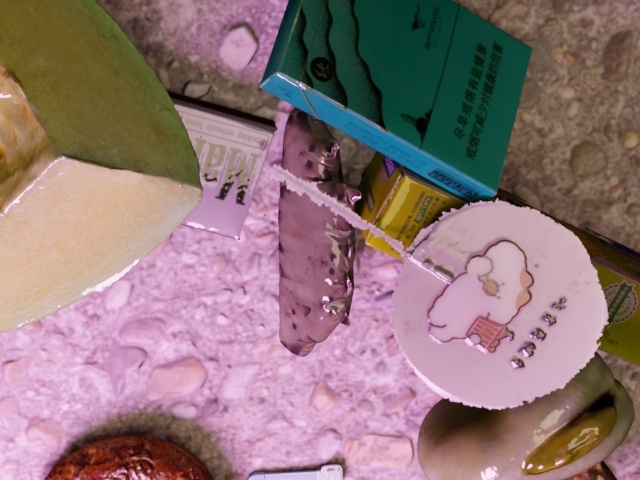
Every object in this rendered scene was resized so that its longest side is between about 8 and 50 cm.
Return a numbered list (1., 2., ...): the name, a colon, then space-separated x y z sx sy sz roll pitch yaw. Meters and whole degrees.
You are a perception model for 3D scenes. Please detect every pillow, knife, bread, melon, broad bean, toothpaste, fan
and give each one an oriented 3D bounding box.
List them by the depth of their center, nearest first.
1. melon: -0.314 -0.055 1.416 0.343 0.226 0.331 -35 107 34
2. fan: 0.094 0.023 1.466 0.329 0.009 0.191 33 107 -1
3. pillow: 0.000 0.001 1.540 0.051 0.093 0.241 -14 115 -41
4. toothpaste: 0.190 0.016 1.554 0.327 0.110 0.077 24 109 -15
5. broad bean: 0.186 0.174 1.565 0.169 0.228 0.100 -45 106 -29
6. bread: -0.184 0.271 1.634 0.193 0.064 0.193 -2 115 -5
7. knife: -0.025 0.235 1.667 0.096 0.010 0.027 -3 112 -3

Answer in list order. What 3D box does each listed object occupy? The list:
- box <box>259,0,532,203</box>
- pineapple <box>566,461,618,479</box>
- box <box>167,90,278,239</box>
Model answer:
1. box: 0.070 -0.151 1.455 0.226 0.161 0.042 27 150 -20
2. pineapple: 0.153 0.280 1.646 0.277 0.119 0.130 -37 147 8
3. box: -0.139 -0.076 1.519 0.177 0.036 0.115 14 109 -13
